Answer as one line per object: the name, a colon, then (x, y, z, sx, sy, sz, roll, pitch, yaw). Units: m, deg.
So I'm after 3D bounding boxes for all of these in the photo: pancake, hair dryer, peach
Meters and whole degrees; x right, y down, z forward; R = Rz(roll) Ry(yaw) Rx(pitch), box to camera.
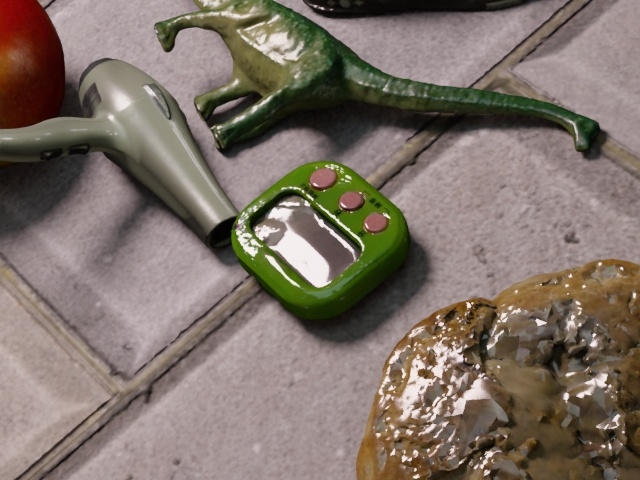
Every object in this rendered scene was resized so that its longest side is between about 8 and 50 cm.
pancake: (0.203, 0.190, 1.186, 0.387, 0.082, 0.387, -4, 60, 7)
hair dryer: (-0.170, -0.062, 1.455, 0.219, 0.088, 0.225, 35, 35, 13)
peach: (-0.332, -0.158, 1.539, 0.190, 0.190, 0.192, -11, 73, 9)

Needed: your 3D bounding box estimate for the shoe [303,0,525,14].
shoe: (0.105, -0.296, 1.531, 0.293, 0.149, 0.109, -7, 53, 13)

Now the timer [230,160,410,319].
timer: (0.000, 0.000, 1.414, 0.128, 0.047, 0.140, -39, 54, -14)

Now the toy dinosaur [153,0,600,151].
toy dinosaur: (0.019, -0.188, 1.519, 0.301, 0.087, 0.447, -28, 59, -3)
